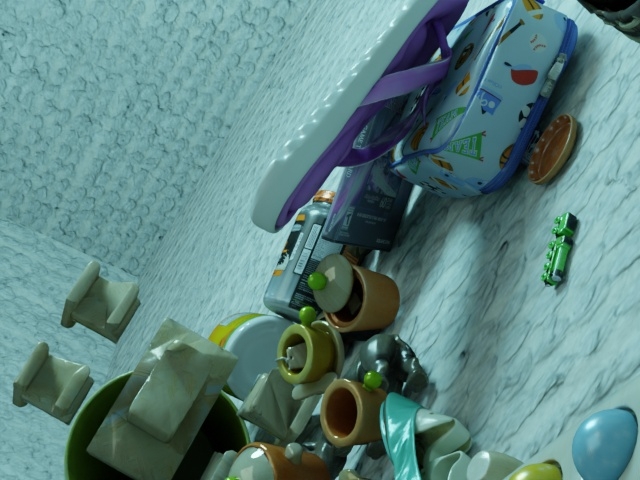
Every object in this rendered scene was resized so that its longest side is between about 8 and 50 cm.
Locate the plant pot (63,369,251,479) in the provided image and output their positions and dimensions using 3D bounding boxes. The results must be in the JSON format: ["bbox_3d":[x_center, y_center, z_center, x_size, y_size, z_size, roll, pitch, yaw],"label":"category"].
[{"bbox_3d":[-0.242,0.347,2.035,0.293,0.275,0.274,101,-168,-79],"label":"plant pot"}]

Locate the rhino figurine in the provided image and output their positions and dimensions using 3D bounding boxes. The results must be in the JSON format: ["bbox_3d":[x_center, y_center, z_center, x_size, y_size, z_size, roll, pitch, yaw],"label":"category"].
[{"bbox_3d":[0.041,0.211,1.524,0.243,0.073,0.106,-59,19,24],"label":"rhino figurine"}]

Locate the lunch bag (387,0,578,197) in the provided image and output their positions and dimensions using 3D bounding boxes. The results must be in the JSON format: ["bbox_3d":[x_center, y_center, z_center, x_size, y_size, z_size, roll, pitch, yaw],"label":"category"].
[{"bbox_3d":[0.194,-0.176,1.571,0.243,0.115,0.303,-64,12,-7],"label":"lunch bag"}]

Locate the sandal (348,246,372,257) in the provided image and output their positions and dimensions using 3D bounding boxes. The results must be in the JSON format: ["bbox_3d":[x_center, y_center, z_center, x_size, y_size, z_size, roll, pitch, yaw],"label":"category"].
[{"bbox_3d":[0.076,-0.070,1.865,0.090,0.060,0.219,77,-150,-62],"label":"sandal"}]

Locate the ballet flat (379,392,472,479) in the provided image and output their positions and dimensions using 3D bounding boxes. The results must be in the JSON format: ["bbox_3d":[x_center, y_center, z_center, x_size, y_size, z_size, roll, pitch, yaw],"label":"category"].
[{"bbox_3d":[0.111,0.222,1.265,0.087,0.083,0.247,-33,25,18],"label":"ballet flat"}]

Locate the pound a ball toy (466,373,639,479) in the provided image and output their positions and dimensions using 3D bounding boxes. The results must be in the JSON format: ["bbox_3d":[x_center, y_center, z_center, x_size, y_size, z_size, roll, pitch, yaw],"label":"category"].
[{"bbox_3d":[0.180,0.177,0.923,0.319,0.136,0.208,-50,20,45],"label":"pound a ball toy"}]

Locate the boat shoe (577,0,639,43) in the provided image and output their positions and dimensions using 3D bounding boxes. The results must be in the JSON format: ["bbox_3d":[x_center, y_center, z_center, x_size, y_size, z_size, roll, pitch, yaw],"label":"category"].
[{"bbox_3d":[0.309,-0.258,1.231,0.132,0.130,0.355,-61,14,12],"label":"boat shoe"}]

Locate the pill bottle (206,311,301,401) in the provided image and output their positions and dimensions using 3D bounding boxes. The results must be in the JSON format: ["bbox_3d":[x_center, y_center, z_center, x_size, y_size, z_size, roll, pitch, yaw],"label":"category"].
[{"bbox_3d":[-0.104,0.179,1.995,0.136,0.136,0.246,-66,14,-8],"label":"pill bottle"}]

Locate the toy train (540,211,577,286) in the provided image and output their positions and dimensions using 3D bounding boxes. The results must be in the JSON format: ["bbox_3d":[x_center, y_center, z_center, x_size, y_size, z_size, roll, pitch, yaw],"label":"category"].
[{"bbox_3d":[0.235,0.009,1.277,0.024,0.017,0.083,-27,39,52],"label":"toy train"}]

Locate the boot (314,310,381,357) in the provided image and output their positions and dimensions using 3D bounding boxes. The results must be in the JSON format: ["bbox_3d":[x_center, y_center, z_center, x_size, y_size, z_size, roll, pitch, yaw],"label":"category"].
[{"bbox_3d":[0.038,0.083,1.751,0.219,0.082,0.106,134,155,-58],"label":"boot"}]

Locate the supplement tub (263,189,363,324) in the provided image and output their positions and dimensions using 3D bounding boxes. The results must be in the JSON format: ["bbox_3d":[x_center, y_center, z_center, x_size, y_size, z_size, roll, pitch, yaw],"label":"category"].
[{"bbox_3d":[0.000,0.029,1.918,0.190,0.117,0.117,-67,14,-13],"label":"supplement tub"}]

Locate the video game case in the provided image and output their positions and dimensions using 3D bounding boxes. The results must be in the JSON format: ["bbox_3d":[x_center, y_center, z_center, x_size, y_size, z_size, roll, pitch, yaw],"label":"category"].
[{"bbox_3d":[0.092,-0.122,1.729,0.196,0.026,0.274,10,-79,-65],"label":"video game case"}]

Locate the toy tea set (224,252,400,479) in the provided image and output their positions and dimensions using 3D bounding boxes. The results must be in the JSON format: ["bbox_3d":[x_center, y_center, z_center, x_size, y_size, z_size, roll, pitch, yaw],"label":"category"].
[{"bbox_3d":[-0.017,0.181,1.419,0.200,0.124,0.336,-1,82,52],"label":"toy tea set"}]

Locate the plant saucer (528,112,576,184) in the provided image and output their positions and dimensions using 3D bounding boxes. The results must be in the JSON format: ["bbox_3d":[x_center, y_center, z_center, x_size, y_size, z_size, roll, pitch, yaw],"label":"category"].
[{"bbox_3d":[0.253,-0.098,1.408,0.083,0.013,0.083,-59,14,23],"label":"plant saucer"}]

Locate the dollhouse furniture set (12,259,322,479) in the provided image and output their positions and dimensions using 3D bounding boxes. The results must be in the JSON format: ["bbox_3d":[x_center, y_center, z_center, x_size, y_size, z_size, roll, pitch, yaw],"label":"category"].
[{"bbox_3d":[-0.262,0.305,1.779,0.394,0.362,0.256,-61,2,-26],"label":"dollhouse furniture set"}]

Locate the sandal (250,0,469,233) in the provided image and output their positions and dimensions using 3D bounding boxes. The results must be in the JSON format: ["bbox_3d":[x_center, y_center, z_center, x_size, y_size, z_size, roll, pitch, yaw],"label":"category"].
[{"bbox_3d":[0.072,-0.149,1.513,0.416,0.102,0.169,-50,-7,-20],"label":"sandal"}]
